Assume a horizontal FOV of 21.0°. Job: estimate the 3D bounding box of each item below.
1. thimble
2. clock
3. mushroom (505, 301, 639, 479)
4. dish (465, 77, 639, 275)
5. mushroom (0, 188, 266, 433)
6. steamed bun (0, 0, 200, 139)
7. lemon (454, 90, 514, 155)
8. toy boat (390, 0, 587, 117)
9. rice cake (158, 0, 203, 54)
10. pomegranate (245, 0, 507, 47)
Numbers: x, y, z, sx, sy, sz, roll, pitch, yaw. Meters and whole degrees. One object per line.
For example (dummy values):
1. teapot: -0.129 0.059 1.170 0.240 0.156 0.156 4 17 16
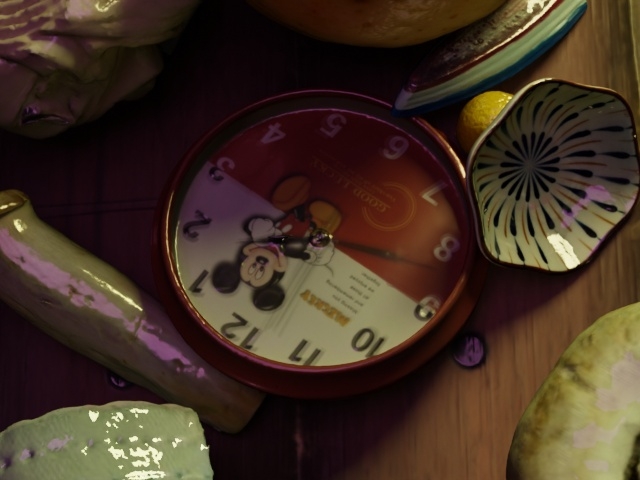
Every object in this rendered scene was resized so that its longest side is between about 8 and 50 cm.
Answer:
1. thimble: -0.193 0.236 1.506 0.237 0.237 0.150 -18 67 7
2. clock: 0.000 0.000 1.608 0.318 0.080 0.319 -1 66 2
3. mushroom: 0.324 0.198 1.378 0.352 0.260 0.352 -2 77 10
4. dish: 0.199 -0.063 1.570 0.191 0.190 0.066 -49 31 -5
5. mushroom: -0.202 0.072 1.630 0.333 0.107 0.087 36 66 1
6. steamed bun: -0.248 -0.230 1.674 0.320 0.206 0.275 0 72 37
7. lemon: 0.164 -0.108 1.615 0.092 0.065 0.065 -27 64 38
8. toy boat: 0.156 -0.187 1.629 0.229 0.046 0.080 -34 72 -18
9. rice cake: -0.120 -0.271 1.758 0.042 0.030 0.180 24 79 34
10. pomegranate: 0.080 -0.351 1.578 0.410 0.410 0.410 -4 71 12
